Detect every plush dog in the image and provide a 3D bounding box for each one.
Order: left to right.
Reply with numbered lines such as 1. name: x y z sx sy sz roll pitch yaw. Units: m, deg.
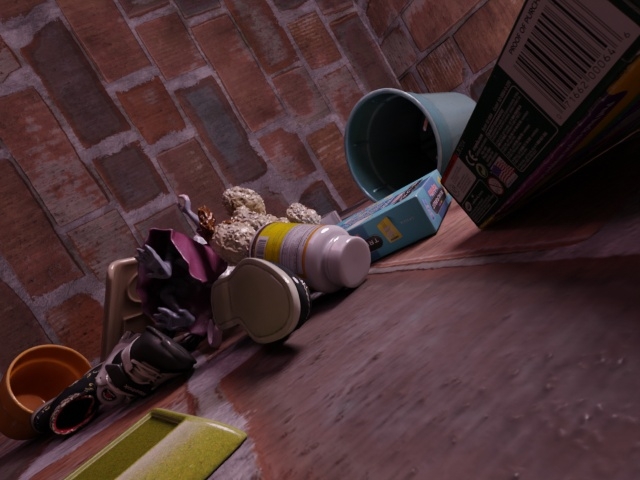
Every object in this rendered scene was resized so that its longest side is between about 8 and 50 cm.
1. plush dog: -0.158 -0.001 0.937 0.262 0.211 0.225 18 11 19

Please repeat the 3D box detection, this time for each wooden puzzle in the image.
1. wooden puzzle: -0.458 0.157 1.160 0.348 0.080 0.322 -19 -46 -53

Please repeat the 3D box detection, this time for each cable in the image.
1. cable: -0.337 0.223 1.031 0.184 0.047 0.150 -44 29 2

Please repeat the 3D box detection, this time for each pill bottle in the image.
1. pill bottle: -0.021 0.028 0.729 0.215 0.117 0.117 6 30 43

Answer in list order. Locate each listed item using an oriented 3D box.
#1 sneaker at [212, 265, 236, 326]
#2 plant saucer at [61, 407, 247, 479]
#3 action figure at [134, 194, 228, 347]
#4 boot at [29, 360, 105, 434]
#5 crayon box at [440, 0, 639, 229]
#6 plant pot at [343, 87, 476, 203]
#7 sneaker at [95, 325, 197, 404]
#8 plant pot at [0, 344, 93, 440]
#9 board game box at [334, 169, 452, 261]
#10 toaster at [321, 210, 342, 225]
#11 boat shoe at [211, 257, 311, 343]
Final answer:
1. sneaker: -0.220 0.107 1.148 0.305 0.152 0.114 -32 -4 -26
2. plant saucer: -0.189 0.226 0.390 0.188 0.045 0.188 -35 6 -38
3. action figure: -0.283 0.051 0.982 0.370 0.275 0.248 -59 -10 -80
4. boot: -0.528 0.358 0.952 0.178 0.085 0.236 -20 11 44
5. crayon box: 0.318 -0.185 0.436 0.313 0.106 0.363 -33 -17 -6
6. plant pot: 0.309 -0.298 1.243 0.334 0.341 0.341 -24 0 -36
7. sneaker: -0.354 0.259 0.800 0.330 0.122 0.146 -24 27 50
8. plant pot: -0.733 0.411 1.068 0.188 0.205 0.205 -46 0 20
9. board game box: 0.102 -0.017 0.890 0.336 0.079 0.254 -28 6 30
10. toaster: 0.000 0.000 1.164 0.185 0.110 0.168 -31 6 -8
11. boat shoe: -0.082 0.097 0.667 0.113 0.127 0.340 -4 -13 -30
